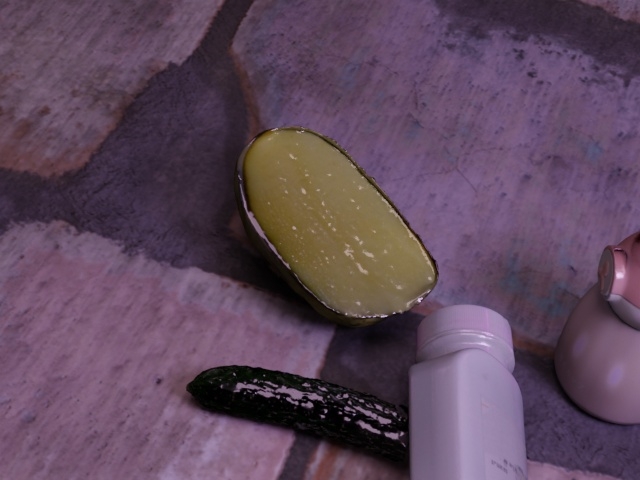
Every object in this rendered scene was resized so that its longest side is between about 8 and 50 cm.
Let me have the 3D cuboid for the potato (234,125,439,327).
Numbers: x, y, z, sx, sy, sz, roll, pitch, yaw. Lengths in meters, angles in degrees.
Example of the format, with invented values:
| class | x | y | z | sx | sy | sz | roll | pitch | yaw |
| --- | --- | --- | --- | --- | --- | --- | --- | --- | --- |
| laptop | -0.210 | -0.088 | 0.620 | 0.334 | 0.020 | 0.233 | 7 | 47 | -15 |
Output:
| class | x | y | z | sx | sy | sz | roll | pitch | yaw |
| --- | --- | --- | --- | --- | --- | --- | --- | --- | --- |
| potato | 0.000 | 0.000 | 1.718 | 0.160 | 0.111 | 0.272 | -35 | 77 | -25 |

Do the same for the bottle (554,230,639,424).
| class | x | y | z | sx | sy | sz | roll | pitch | yaw |
| --- | --- | --- | --- | --- | --- | --- | --- | --- | --- |
| bottle | 0.351 | 0.080 | 1.627 | 0.147 | 0.237 | 0.148 | 5 | 49 | -6 |

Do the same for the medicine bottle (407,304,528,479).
| class | x | y | z | sx | sy | sz | roll | pitch | yaw |
| --- | --- | --- | --- | --- | --- | --- | --- | --- | --- |
| medicine bottle | 0.150 | 0.211 | 1.530 | 0.111 | 0.161 | 0.296 | -19 | 45 | 24 |

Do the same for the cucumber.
| class | x | y | z | sx | sy | sz | roll | pitch | yaw |
| --- | --- | --- | --- | --- | --- | --- | --- | --- | --- |
| cucumber | -0.021 | 0.174 | 1.593 | 0.245 | 0.067 | 0.067 | 17 | 48 | 5 |
